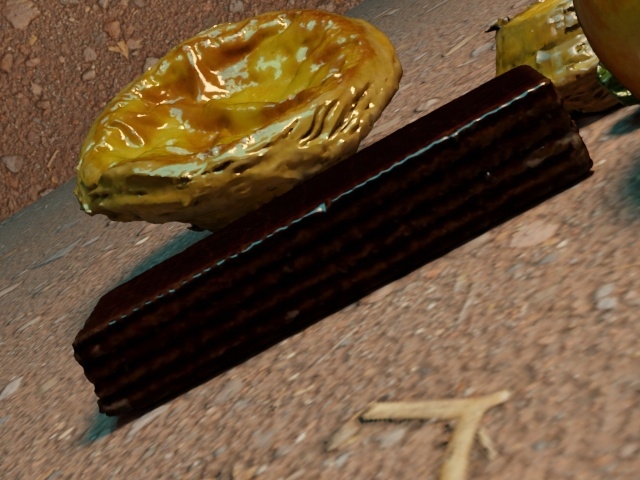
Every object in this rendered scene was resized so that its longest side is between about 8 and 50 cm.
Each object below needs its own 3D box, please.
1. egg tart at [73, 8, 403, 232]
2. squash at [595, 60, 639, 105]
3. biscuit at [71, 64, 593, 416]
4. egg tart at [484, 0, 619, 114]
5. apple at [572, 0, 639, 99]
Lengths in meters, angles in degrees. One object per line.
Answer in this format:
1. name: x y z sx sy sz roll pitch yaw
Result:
1. egg tart: -0.074 -0.105 1.011 0.341 0.132 0.341 -16 36 12
2. squash: 0.286 -0.158 0.681 0.219 0.077 0.068 -29 -27 14
3. biscuit: 0.000 0.000 0.729 0.388 0.073 0.107 -29 13 9
4. egg tart: 0.218 -0.168 0.832 0.212 0.090 0.212 -26 13 6
5. apple: 0.236 -0.152 0.571 0.195 0.160 0.173 4 49 4
